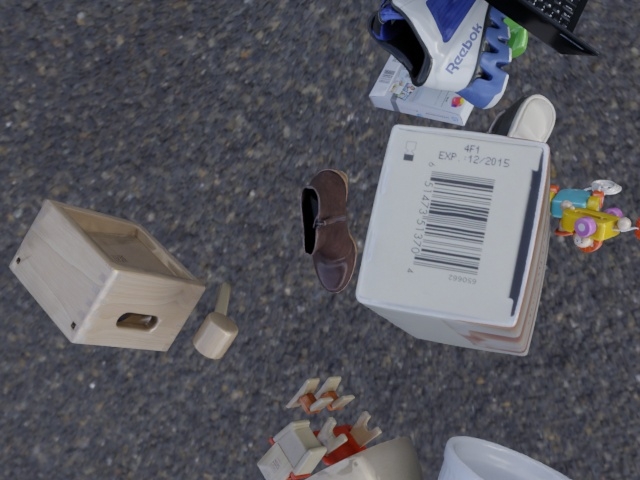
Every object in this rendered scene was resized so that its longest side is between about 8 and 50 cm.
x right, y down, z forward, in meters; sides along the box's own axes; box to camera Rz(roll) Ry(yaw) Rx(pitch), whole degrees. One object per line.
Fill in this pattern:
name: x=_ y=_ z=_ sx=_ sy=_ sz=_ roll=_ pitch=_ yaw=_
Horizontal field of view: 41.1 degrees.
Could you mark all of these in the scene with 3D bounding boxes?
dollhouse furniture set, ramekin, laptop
dollhouse furniture set: x=0.005 y=0.436 z=1.797 sx=0.135 sy=0.259 sz=0.262 roll=-52 pitch=57 yaw=25
ramekin: x=0.293 y=0.420 z=1.282 sx=0.277 sy=0.277 sz=0.135 roll=23 pitch=96 yaw=-4
laptop: x=0.248 y=-0.348 z=1.035 sx=0.234 sy=0.264 sz=0.136 roll=33 pitch=155 yaw=-7

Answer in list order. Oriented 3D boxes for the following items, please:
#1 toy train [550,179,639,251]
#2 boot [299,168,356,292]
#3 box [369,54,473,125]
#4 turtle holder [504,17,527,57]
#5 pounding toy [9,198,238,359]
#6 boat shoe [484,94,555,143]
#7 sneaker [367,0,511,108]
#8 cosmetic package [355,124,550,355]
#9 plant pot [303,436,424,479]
toy train: x=0.293 y=-0.017 z=0.855 sx=0.125 sy=0.166 sz=0.046 roll=-4 pitch=109 yaw=-12
boot: x=0.000 y=0.000 z=1.527 sx=0.090 sy=0.207 sz=0.248 roll=5 pitch=106 yaw=16
box: x=0.202 y=-0.294 z=1.553 sx=0.186 sy=0.145 sz=0.038 roll=17 pitch=160 yaw=31
turtle holder: x=0.257 y=-0.439 z=1.380 sx=0.320 sy=0.243 sz=0.227 roll=-16 pitch=72 yaw=42
pounding toy: x=-0.172 y=0.067 z=0.845 sx=0.206 sy=0.181 sz=0.094 roll=39 pitch=102 yaw=33
boat shoe: x=0.325 y=-0.124 z=1.589 sx=0.112 sy=0.095 sz=0.335 roll=36 pitch=77 yaw=-16
sneaker: x=0.162 y=-0.346 z=1.179 sx=0.182 sy=0.127 sz=0.315 roll=2 pitch=84 yaw=-18
cosmetic package: x=0.136 y=0.015 z=0.782 sx=0.129 sy=0.296 sz=0.153 roll=9 pitch=82 yaw=16
plant pot: x=0.062 y=0.465 z=1.361 sx=0.284 sy=0.284 sz=0.191 roll=-37 pitch=67 yaw=19
